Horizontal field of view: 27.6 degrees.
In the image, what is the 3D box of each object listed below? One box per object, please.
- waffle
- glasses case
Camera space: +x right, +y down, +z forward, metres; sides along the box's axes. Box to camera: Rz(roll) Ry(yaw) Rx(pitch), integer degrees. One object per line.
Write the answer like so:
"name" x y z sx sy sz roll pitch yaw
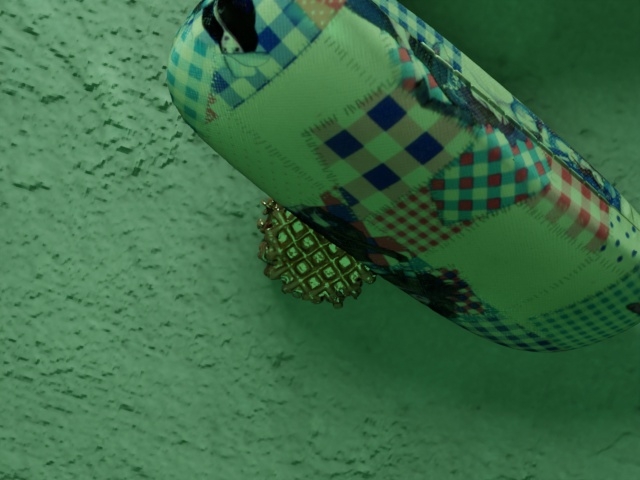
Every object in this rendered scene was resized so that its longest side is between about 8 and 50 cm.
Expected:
"waffle" 0.000 0.000 0.792 0.083 0.029 0.075 16 102 -3
"glasses case" 0.062 -0.033 0.714 0.327 0.076 0.125 34 134 -29
